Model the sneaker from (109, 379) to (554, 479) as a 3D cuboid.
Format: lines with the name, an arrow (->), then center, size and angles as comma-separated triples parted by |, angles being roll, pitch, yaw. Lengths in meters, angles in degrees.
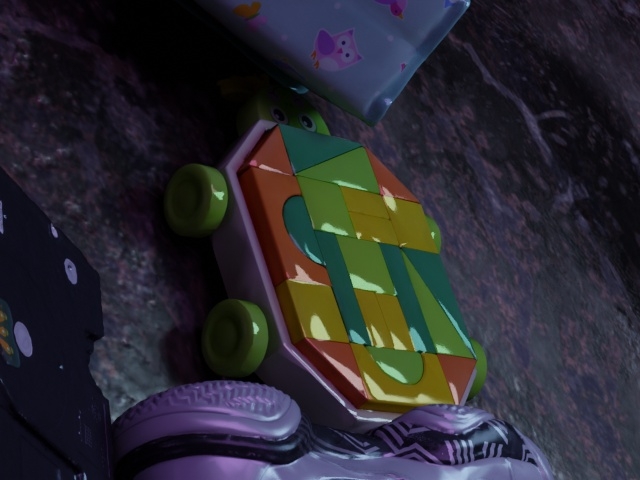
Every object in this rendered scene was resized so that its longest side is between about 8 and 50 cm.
sneaker -> 0.029, 0.221, 1.252 | 0.366, 0.137, 0.210 | 13, 51, -37

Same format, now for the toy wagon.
toy wagon -> 0.000, 0.000, 1.468 | 0.267, 0.068, 0.344 | 11, 52, -45

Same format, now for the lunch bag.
lunch bag -> -0.032, -0.228, 1.551 | 0.223, 0.160, 0.262 | 36, 5, -23

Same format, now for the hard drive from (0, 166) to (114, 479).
hard drive -> -0.218, 0.041, 1.057 | 0.339, 0.064, 0.237 | 55, 21, -53
